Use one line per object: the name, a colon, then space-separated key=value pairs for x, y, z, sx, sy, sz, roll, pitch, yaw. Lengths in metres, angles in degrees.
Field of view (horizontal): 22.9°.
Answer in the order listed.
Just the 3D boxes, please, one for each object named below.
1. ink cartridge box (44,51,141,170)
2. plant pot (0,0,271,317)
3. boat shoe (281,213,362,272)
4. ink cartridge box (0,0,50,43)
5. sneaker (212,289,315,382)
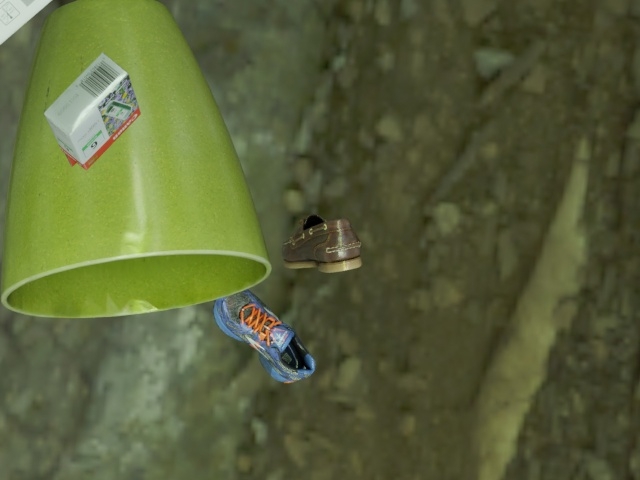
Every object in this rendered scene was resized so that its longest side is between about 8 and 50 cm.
ink cartridge box: x=-0.165 y=-0.087 z=1.167 sx=0.063 sy=0.029 sz=0.115 roll=-48 pitch=-12 yaw=-13
plant pot: x=-0.205 y=-0.093 z=1.628 sx=0.275 sy=0.275 sz=0.293 roll=132 pitch=132 yaw=-71
boat shoe: x=0.000 y=0.000 z=2.069 sx=0.207 sy=0.073 sz=0.073 roll=-1 pitch=104 yaw=67
ink cartridge box: x=-0.371 y=-0.245 z=1.482 sx=0.066 sy=0.296 sz=0.261 roll=49 pitch=-179 yaw=-45
sneaker: x=-0.083 y=0.145 z=2.522 sx=0.087 sy=0.221 sz=0.083 roll=-1 pitch=51 yaw=54
